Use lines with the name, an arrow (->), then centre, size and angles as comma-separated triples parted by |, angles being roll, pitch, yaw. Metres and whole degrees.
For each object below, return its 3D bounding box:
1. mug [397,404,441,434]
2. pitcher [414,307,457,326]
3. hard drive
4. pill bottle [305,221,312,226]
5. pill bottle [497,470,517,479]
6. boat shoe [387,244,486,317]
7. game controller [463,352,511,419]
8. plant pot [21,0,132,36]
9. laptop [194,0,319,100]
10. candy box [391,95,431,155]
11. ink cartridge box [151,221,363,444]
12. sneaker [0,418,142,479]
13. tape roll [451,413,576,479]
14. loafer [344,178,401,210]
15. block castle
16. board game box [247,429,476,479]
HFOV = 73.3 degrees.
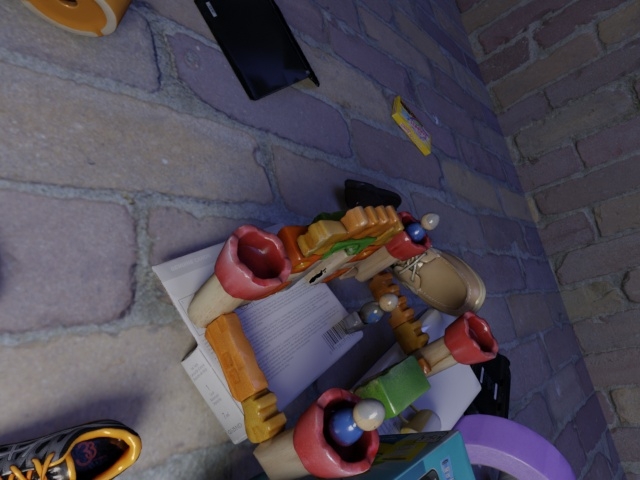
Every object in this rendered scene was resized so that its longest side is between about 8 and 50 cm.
mug -> 0.185, 0.336, 0.782 | 0.064, 0.062, 0.078 | -36, 107, -38
pitcher -> 0.234, 0.245, 0.976 | 0.178, 0.125, 0.207 | 45, 53, -24
hard drive -> 0.174, 0.313, 0.838 | 0.319, 0.040, 0.210 | -36, 100, -31
pill bottle -> 0.000, 0.000, 0.885 | 0.043, 0.043, 0.083 | -26, 91, -53
pill bottle -> 0.449, 0.673, 0.961 | 0.169, 0.169, 0.301 | 56, 38, -12
boat shoe -> 0.205, 0.056, 0.942 | 0.110, 0.121, 0.341 | 19, 12, -35
game controller -> 0.480, 0.426, 1.233 | 0.166, 0.067, 0.319 | 43, 40, -6
plant pot -> -0.332, -0.405, 0.599 | 0.205, 0.205, 0.187 | 17, 74, -45
laptop -> -0.128, -0.446, 0.998 | 0.234, 0.137, 0.264 | 61, 12, -8
candy box -> 0.319, -0.397, 1.495 | 0.206, 0.027, 0.105 | 39, 48, -30
ink cartridge box -> -0.092, 0.120, 0.693 | 0.261, 0.066, 0.296 | 54, 36, 9
sneaker -> -0.274, 0.225, 0.406 | 0.215, 0.083, 0.084 | -12, 82, -51
tape roll -> 0.352, 0.489, 0.855 | 0.090, 0.275, 0.274 | -35, 99, -53
loafer -> 0.124, -0.096, 1.075 | 0.220, 0.080, 0.078 | 10, 97, -49
block castle -> 0.070, 0.107, 0.637 | 0.453, 0.213, 0.303 | -8, 63, -49
board game box -> 0.005, 0.333, 0.540 | 0.336, 0.254, 0.079 | 3, 68, -50
